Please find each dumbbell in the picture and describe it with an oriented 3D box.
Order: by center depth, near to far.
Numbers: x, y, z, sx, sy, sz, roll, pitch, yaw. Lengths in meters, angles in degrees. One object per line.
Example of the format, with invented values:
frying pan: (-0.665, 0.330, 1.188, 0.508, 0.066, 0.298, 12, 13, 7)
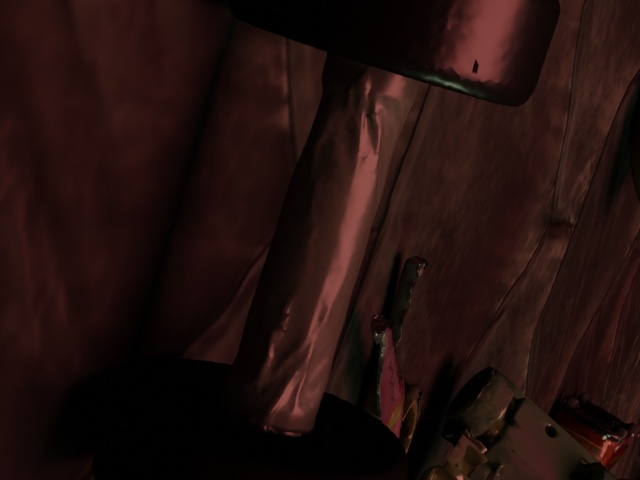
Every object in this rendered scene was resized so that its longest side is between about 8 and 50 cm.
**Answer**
dumbbell: (0.000, 0.000, 0.407, 0.100, 0.100, 0.191, -6, 116, -68)

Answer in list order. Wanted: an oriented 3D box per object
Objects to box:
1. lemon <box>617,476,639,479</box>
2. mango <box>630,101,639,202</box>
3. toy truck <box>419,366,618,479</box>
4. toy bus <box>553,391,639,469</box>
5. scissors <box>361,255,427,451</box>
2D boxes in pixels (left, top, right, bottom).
lemon: (0.309, 0.389, 1.379, 0.267, 0.267, 0.267, -52, 154, -38)
mango: (0.331, -0.115, 1.144, 0.136, 0.099, 0.227, -17, 118, -59)
toy truck: (0.073, 0.204, 0.810, 0.259, 0.128, 0.135, -51, -175, -37)
toy bus: (0.282, 0.213, 1.381, 0.077, 0.079, 0.174, -60, 160, 6)
scissors: (0.034, 0.091, 0.699, 0.133, 0.020, 0.187, -54, 157, -43)
